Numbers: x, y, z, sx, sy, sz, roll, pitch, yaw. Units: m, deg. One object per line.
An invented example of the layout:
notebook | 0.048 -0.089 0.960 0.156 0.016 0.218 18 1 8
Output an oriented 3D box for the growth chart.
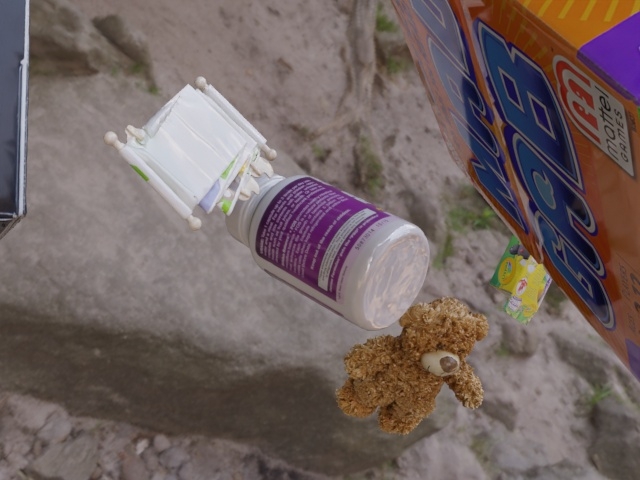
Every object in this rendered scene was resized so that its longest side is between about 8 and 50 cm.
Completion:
growth chart | -0.144 -0.110 0.975 0.172 0.021 0.237 51 36 -12

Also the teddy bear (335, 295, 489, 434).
teddy bear | 0.157 0.240 1.373 0.245 0.338 0.113 42 38 -15

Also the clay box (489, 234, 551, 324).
clay box | 0.369 0.028 1.366 0.053 0.222 0.127 26 -3 39

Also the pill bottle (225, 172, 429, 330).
pill bottle | 0.000 0.000 1.187 0.301 0.169 0.169 28 22 35

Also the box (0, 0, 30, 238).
box | -0.559 -0.233 1.028 0.297 0.471 0.480 2 82 -26

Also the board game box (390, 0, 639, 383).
board game box | 0.284 -0.165 0.571 0.357 0.356 0.356 56 3 -48
